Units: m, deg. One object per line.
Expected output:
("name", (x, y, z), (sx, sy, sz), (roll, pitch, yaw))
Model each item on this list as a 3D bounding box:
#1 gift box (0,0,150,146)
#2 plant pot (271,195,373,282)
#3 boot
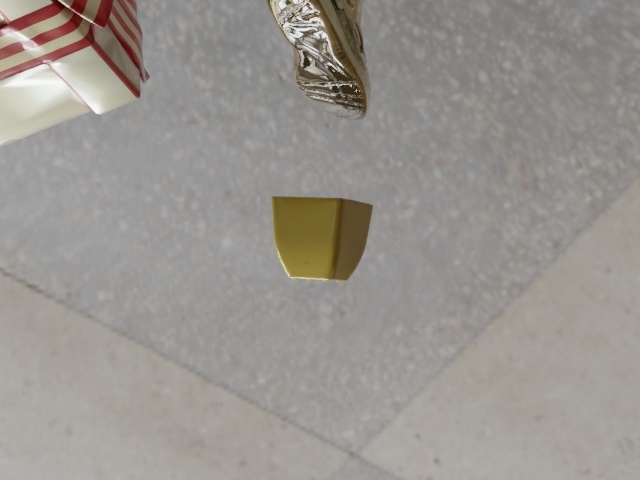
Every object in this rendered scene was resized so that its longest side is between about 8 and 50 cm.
("gift box", (-0.289, -0.236, 1.144), (0.258, 0.255, 0.276), (-19, 149, 17))
("plant pot", (0.000, 0.000, 1.311), (0.081, 0.081, 0.083), (2, 87, 25))
("boot", (0.024, -0.234, 1.260), (0.077, 0.165, 0.213), (9, 151, 24))
